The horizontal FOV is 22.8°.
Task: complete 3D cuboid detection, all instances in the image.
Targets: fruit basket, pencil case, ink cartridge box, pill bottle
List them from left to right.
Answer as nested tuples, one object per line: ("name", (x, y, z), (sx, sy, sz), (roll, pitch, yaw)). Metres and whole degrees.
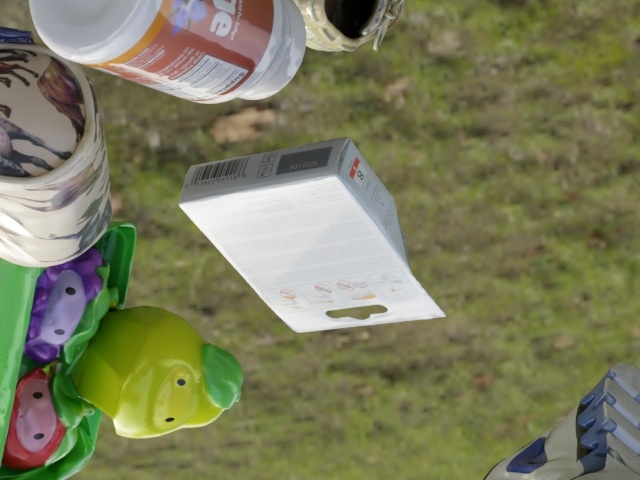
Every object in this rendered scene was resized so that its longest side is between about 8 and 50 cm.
("pencil case", (-0.318, -0.086, 1.708), (0.183, 0.160, 0.410), (34, 166, 3))
("fruit basket", (-0.302, 0.166, 2.060), (0.392, 0.392, 0.283), (-20, -179, 25))
("pill bottle", (-0.105, -0.170, 1.186), (0.121, 0.121, 0.216), (-22, 162, 28))
("ink cartridge box", (0.000, 0.000, 1.210), (0.145, 0.045, 0.179), (-8, 141, 32))

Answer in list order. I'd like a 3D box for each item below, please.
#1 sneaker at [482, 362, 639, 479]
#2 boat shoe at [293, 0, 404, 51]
("sneaker", (0.241, 0.272, 1.561), (0.127, 0.315, 0.182), (42, 127, -6))
("boat shoe", (0.023, -0.228, 1.537), (0.089, 0.105, 0.285), (12, -165, 25))
